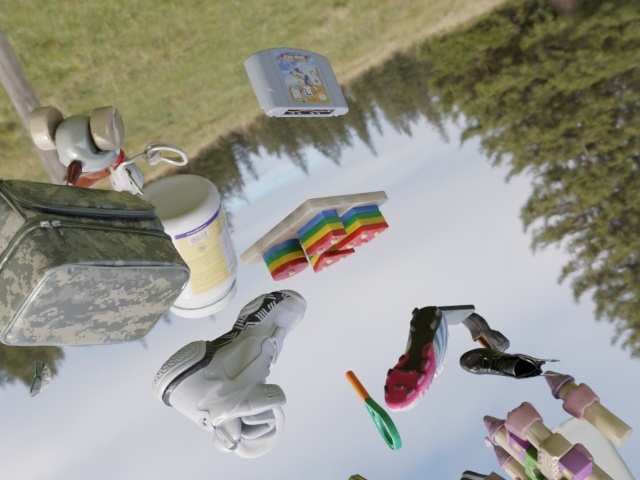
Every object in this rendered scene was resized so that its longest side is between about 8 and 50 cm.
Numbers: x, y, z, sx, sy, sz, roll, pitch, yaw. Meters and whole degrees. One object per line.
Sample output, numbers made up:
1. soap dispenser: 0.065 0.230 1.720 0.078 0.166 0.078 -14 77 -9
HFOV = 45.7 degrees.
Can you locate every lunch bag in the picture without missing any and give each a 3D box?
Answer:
1. lunch bag: -0.406 0.017 1.243 0.305 0.256 0.212 4 132 -50

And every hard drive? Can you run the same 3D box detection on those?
1. hard drive: 0.339 0.203 2.049 0.135 0.022 0.094 -1 149 -30
2. hard drive: 0.671 0.604 1.895 0.203 0.307 0.040 -35 159 15

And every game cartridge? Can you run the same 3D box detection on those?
1. game cartridge: -0.064 -0.438 2.100 0.297 0.198 0.062 -10 168 -43

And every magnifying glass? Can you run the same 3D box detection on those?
1. magnifying glass: 0.119 0.385 1.739 0.026 0.092 0.231 -23 -136 -13

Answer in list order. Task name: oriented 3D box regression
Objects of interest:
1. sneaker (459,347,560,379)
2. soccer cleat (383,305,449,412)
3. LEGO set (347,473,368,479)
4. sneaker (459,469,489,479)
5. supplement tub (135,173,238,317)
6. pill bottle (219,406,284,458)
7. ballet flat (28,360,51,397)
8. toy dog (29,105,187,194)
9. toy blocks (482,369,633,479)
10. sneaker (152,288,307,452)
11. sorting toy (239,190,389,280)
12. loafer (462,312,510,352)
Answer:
1. sneaker: 0.341 0.225 1.380 0.170 0.051 0.089 5 172 7
2. soccer cleat: 0.254 0.308 1.858 0.116 0.143 0.331 -6 -142 33
3. LEGO set: 0.100 0.747 1.806 0.192 0.255 0.331 18 -137 39
4. sneaker: 0.488 0.777 2.170 0.099 0.282 0.153 -33 -161 47
5. supplement tub: -0.354 0.018 2.019 0.241 0.331 0.241 -6 -142 5
6. pill bottle: -0.228 0.433 1.954 0.162 0.162 0.278 -31 -151 -26
7. ballet flat: -0.621 0.308 1.686 0.041 0.041 0.114 -27 -149 4
8. toy dog: -0.434 -0.140 1.508 0.220 0.161 0.334 -8 159 28
9. toy blocks: 0.392 0.420 1.464 0.309 0.288 0.260 -32 -134 -18
10. sneaker: -0.117 0.246 1.441 0.366 0.210 0.137 -31 151 -38
11. sorting toy: 0.000 0.000 1.672 0.257 0.089 0.255 -10 159 -47
12. loafer: 0.442 0.256 2.108 0.061 0.170 0.062 -40 154 -26
